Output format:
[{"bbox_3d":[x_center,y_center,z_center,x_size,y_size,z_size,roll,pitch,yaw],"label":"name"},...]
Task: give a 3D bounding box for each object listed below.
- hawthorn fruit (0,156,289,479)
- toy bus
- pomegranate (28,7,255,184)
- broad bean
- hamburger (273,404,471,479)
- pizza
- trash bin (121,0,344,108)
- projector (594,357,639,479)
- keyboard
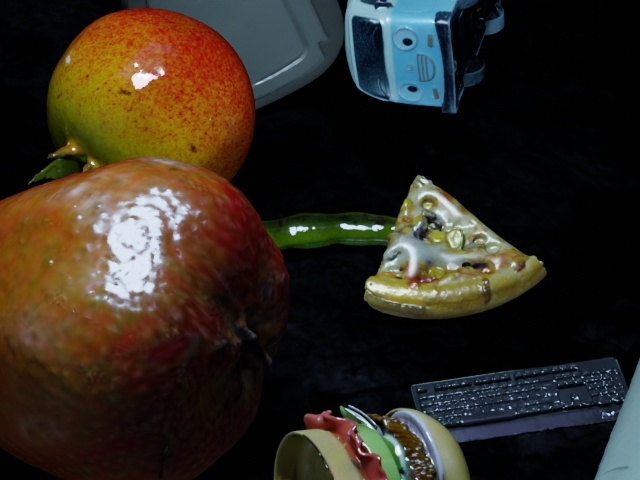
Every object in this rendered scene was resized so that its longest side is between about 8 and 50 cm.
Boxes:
[{"bbox_3d":[-0.204,0.063,1.346,0.368,0.285,0.285,10,39,36],"label":"hawthorn fruit"},{"bbox_3d":[0.119,-0.271,1.833,0.164,0.133,0.271,4,38,17],"label":"toy bus"},{"bbox_3d":[-0.185,-0.119,1.609,0.221,0.221,0.257,25,64,30],"label":"pomegranate"},{"bbox_3d":[0.001,-0.003,1.588,0.226,0.039,0.069,0,40,0],"label":"broad bean"},{"bbox_3d":[0.049,0.210,1.243,0.136,0.175,0.175,-8,38,-26],"label":"hamburger"},{"bbox_3d":[0.131,0.000,1.549,0.184,0.036,0.176,1,57,-5],"label":"pizza"},{"bbox_3d":[-0.126,-0.299,1.813,0.219,0.220,0.250,-28,35,-3],"label":"trash bin"},{"bbox_3d":[0.316,0.140,1.342,0.108,0.108,0.337,13,43,19],"label":"projector"},{"bbox_3d":[0.184,0.145,1.416,0.196,0.015,0.074,-7,40,-4],"label":"keyboard"}]
